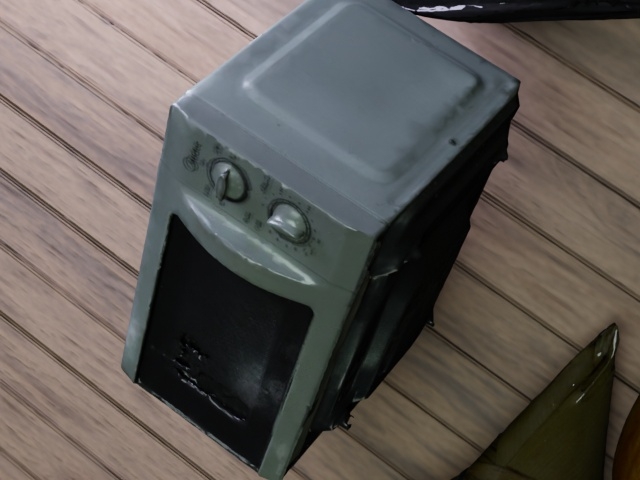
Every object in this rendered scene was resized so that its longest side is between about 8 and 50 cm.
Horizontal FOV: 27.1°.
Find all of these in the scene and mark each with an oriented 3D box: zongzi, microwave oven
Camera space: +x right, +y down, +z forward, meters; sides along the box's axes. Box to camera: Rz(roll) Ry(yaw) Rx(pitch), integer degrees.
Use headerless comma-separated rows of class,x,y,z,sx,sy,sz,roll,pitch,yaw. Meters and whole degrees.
zongzi,0.195,0.250,1.009,0.289,0.123,0.260,-47,51,20
microwave oven,0.000,0.000,0.974,0.181,0.237,0.295,34,139,14

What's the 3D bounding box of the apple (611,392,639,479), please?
apple,0.308,0.179,0.922,0.237,0.237,0.208,34,108,14

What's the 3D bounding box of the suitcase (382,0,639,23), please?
suitcase,0.172,-0.327,0.922,0.339,0.188,0.345,5,104,28
